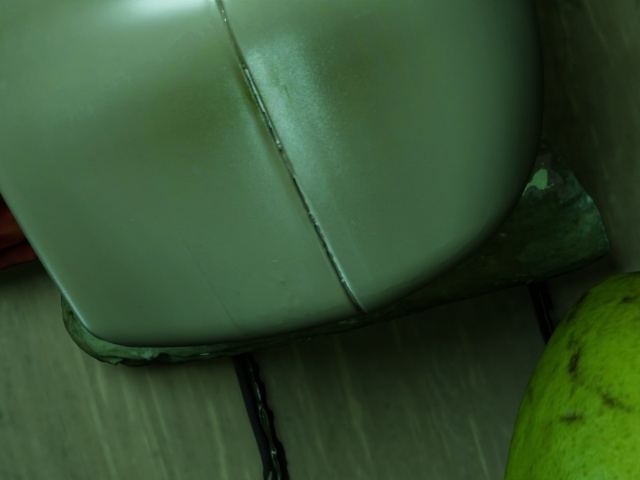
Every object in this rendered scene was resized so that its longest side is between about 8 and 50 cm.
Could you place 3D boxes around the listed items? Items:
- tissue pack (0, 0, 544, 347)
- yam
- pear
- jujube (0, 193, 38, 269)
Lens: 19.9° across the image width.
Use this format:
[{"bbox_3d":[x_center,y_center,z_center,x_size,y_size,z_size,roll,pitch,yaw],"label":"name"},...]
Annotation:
[{"bbox_3d":[-0.023,-0.144,0.954,0.277,0.387,0.267,-14,127,9],"label":"tissue pack"},{"bbox_3d":[0.000,0.000,1.100,0.330,0.133,0.133,-18,90,11],"label":"yam"},{"bbox_3d":[0.227,0.162,1.024,0.253,0.253,0.307,0,82,5],"label":"pear"},{"bbox_3d":[-0.219,-0.102,1.093,0.174,0.174,0.250,-23,87,5],"label":"jujube"}]
